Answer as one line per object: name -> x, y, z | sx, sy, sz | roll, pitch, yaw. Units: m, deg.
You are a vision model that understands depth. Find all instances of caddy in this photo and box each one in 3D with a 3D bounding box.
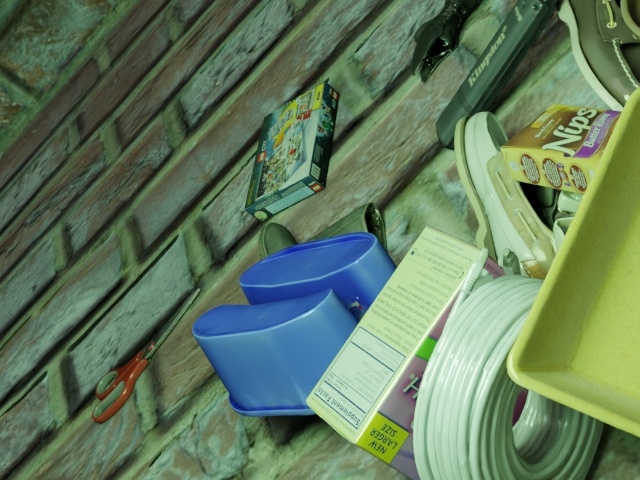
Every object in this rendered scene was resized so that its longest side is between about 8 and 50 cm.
caddy -> -0.009, 0.129, 1.470 | 0.341, 0.179, 0.241 | -12, 28, 48

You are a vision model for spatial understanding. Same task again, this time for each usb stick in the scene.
usb stick -> 0.248, -0.245, 1.540 | 0.278, 0.045, 0.077 | -57, 18, 34

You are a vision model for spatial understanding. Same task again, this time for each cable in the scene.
cable -> 0.200, 0.165, 1.084 | 0.089, 0.257, 0.257 | 11, 66, 45

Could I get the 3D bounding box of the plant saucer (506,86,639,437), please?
plant saucer -> 0.386, 0.055, 0.991 | 0.332, 0.081, 0.333 | 23, 74, 20

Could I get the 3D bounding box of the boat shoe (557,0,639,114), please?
boat shoe -> 0.387, -0.252, 1.384 | 0.096, 0.116, 0.324 | -40, 28, 26

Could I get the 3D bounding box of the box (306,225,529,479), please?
box -> 0.148, 0.148, 1.200 | 0.243, 0.213, 0.117 | -55, 31, -3

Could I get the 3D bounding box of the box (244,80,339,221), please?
box -> -0.049, -0.160, 1.930 | 0.159, 0.044, 0.233 | -26, 40, 37

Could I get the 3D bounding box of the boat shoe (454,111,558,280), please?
boat shoe -> 0.251, -0.056, 1.380 | 0.103, 0.113, 0.302 | -32, 48, 29

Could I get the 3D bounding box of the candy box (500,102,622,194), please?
candy box -> 0.316, -0.104, 1.254 | 0.109, 0.053, 0.186 | -39, 32, -26

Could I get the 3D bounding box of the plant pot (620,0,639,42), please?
plant pot -> 0.487, -0.288, 1.275 | 0.237, 0.110, 0.237 | -27, 40, 25

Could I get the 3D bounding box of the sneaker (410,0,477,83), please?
sneaker -> 0.207, -0.344, 1.773 | 0.170, 0.051, 0.089 | -45, 32, 22

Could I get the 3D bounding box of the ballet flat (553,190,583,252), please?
ballet flat -> 0.311, -0.032, 1.265 | 0.073, 0.080, 0.232 | 7, 44, 6

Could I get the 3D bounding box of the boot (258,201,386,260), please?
boot -> 0.001, 0.000, 1.676 | 0.208, 0.076, 0.190 | -41, 47, 31

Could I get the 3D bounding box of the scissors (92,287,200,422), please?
scissors -> -0.309, 0.211, 1.933 | 0.297, 0.021, 0.109 | -42, 30, 15
